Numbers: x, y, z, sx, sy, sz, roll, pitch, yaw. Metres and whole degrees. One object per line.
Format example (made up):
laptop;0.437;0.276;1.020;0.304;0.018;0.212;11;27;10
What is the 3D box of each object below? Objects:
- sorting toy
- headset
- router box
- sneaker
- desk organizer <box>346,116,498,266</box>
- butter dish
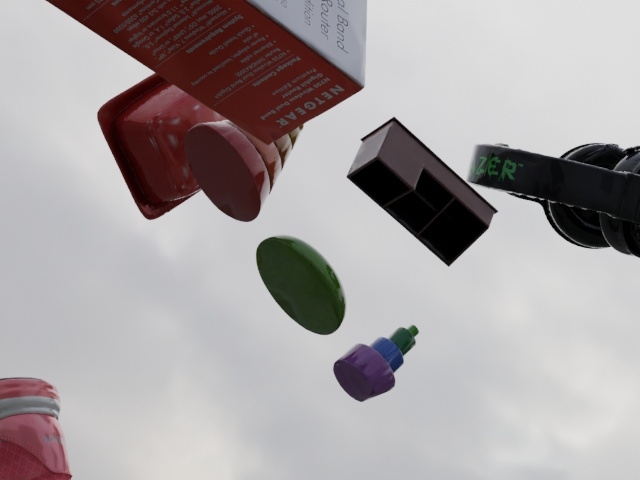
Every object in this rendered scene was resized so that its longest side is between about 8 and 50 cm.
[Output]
sorting toy;0.000;0.000;1.362;0.365;0.126;0.127;57;-29;-11
headset;0.365;-0.071;1.429;0.394;0.185;0.243;14;3;-21
router box;-0.100;-0.269;0.711;0.082;0.335;0.301;-27;-43;36
sneaker;-0.351;0.252;1.099;0.314;0.136;0.116;-36;-29;13
desk organizer;0.088;-0.040;1.061;0.130;0.050;0.047;40;-41;-18
butter dish;-0.158;-0.120;1.475;0.118;0.160;0.160;9;-52;49
